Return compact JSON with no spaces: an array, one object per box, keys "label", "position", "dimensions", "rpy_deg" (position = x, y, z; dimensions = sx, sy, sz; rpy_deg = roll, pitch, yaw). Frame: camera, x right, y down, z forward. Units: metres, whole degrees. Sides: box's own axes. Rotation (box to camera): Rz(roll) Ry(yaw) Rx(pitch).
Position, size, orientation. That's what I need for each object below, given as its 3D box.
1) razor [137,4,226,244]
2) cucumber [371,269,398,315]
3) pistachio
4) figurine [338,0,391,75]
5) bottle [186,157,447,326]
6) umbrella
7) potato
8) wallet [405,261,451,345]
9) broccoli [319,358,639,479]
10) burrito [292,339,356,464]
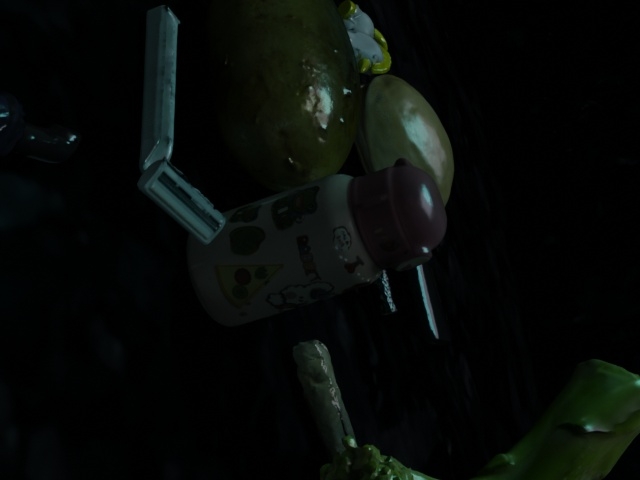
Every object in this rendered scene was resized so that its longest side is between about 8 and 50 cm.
[{"label":"razor","position":[-0.158,-0.131,0.834],"dimensions":[0.111,0.056,0.278],"rpy_deg":[48,23,-52]},{"label":"cucumber","position":[0.096,0.057,1.371],"dimensions":[0.032,0.032,0.133],"rpy_deg":[11,62,-68]},{"label":"pistachio","position":[0.147,-0.156,1.509],"dimensions":[0.181,0.162,0.293],"rpy_deg":[-25,100,-37]},{"label":"figurine","position":[0.068,-0.358,1.520],"dimensions":[0.129,0.109,0.178],"rpy_deg":[18,36,-9]},{"label":"bottle","position":[0.000,0.000,0.827],"dimensions":[0.120,0.253,0.120],"rpy_deg":[52,28,-44]},{"label":"umbrella","position":[-0.237,-0.082,0.543],"dimensions":[0.248,0.071,0.071],"rpy_deg":[23,52,-67]},{"label":"potato","position":[-0.044,-0.194,1.003],"dimensions":[0.210,0.173,0.308],"rpy_deg":[48,32,-53]},{"label":"wallet","position":[0.204,0.084,1.626],"dimensions":[0.149,0.044,0.250],"rpy_deg":[29,46,-68]},{"label":"broccoli","position":[0.147,0.272,0.826],"dimensions":[0.275,0.397,0.353],"rpy_deg":[49,22,10]},{"label":"burrito","position":[0.010,0.206,0.985],"dimensions":[0.058,0.045,0.188],"rpy_deg":[-29,100,-81]}]
